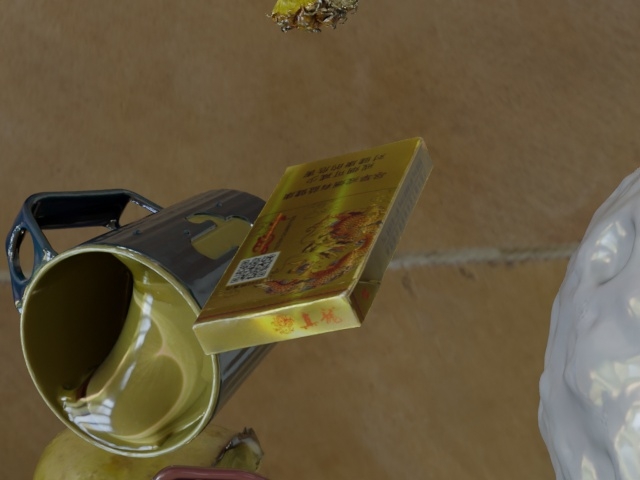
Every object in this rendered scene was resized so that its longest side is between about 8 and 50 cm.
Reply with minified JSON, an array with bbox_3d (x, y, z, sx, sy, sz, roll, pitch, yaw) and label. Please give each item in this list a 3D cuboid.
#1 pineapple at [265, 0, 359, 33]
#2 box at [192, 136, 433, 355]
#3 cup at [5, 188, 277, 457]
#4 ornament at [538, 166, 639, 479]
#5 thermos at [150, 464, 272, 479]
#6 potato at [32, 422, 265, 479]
[{"bbox_3d":[0.007,-0.287,1.678,0.114,0.114,0.077,-5,92,-45],"label":"pineapple"},{"bbox_3d":[0.000,0.000,0.728,0.089,0.156,0.022,-14,117,25],"label":"box"},{"bbox_3d":[-0.101,0.028,0.874,0.176,0.155,0.131,40,120,9],"label":"cup"},{"bbox_3d":[0.274,0.087,0.721,0.337,0.337,0.337,-4,120,-7],"label":"ornament"},{"bbox_3d":[-0.080,0.281,1.252,0.330,0.109,0.136,3,120,-4],"label":"thermos"},{"bbox_3d":[-0.202,0.290,1.454,0.242,0.285,0.242,19,154,9],"label":"potato"}]
